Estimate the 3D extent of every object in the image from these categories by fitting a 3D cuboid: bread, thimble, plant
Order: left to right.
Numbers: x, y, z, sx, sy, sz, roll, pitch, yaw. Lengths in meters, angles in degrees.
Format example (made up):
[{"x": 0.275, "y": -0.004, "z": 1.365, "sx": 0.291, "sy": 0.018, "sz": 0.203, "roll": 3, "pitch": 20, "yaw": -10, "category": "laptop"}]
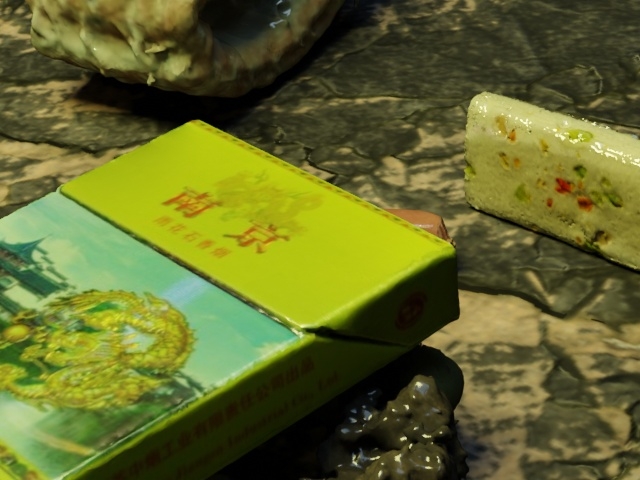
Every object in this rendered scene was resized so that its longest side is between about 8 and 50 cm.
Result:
[{"x": -0.072, "y": -0.202, "z": 1.078, "sx": 0.148, "sy": 0.196, "sz": 0.229, "roll": 17, "pitch": 38, "yaw": 27, "category": "thimble"}, {"x": 0.031, "y": 0.084, "z": 0.750, "sx": 0.087, "sy": 0.085, "sz": 0.174, "roll": 17, "pitch": 26, "yaw": -11, "category": "plant"}, {"x": 0.141, "y": -0.029, "z": 0.905, "sx": 0.153, "sy": 0.068, "sz": 0.028, "roll": 24, "pitch": 41, "yaw": 35, "category": "bread"}]

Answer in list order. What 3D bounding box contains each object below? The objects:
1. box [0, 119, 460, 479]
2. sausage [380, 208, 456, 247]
[{"x": -0.122, "y": 0.058, "z": 0.714, "sx": 0.335, "sy": 0.047, "sz": 0.187, "roll": -29, "pitch": 38, "yaw": -31, "category": "box"}, {"x": 0.000, "y": 0.000, "z": 0.915, "sx": 0.147, "sy": 0.030, "sz": 0.035, "roll": 0, "pitch": 33, "yaw": 8, "category": "sausage"}]
